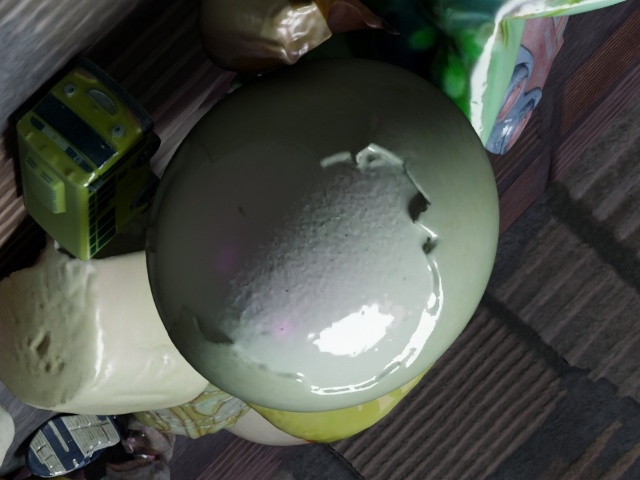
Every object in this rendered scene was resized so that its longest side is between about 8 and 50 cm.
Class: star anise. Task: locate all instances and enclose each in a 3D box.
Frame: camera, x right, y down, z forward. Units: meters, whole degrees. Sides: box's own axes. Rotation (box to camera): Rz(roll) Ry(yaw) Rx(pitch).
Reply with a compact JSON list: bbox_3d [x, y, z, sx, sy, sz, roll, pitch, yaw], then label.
[{"bbox_3d":[-0.232,0.257,2.430,0.257,0.110,0.198,161,-52,-82],"label":"star anise"}]

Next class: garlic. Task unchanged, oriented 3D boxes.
[{"bbox_3d":[-0.034,-0.202,1.624,0.128,0.115,0.206,-12,-174,22],"label":"garlic"}]

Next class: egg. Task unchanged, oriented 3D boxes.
[{"bbox_3d":[0.000,0.000,1.606,0.278,0.278,0.336,-54,-177,30],"label":"egg"}]

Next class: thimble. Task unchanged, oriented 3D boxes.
[{"bbox_3d":[-0.131,0.136,2.263,0.190,0.137,0.143,-10,147,-20],"label":"thimble"}]

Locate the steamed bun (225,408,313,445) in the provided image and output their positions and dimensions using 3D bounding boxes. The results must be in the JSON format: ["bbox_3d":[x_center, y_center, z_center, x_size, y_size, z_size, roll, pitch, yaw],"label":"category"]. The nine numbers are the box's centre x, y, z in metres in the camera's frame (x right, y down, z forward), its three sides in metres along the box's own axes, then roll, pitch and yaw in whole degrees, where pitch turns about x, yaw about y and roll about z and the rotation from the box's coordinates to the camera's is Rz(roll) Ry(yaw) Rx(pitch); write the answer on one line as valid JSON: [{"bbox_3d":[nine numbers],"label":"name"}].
[{"bbox_3d":[0.010,0.111,2.498,0.374,0.241,0.374,-41,168,-11],"label":"steamed bun"}]

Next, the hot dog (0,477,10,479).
[{"bbox_3d":[-0.374,0.358,1.890,0.387,0.174,0.267,1,89,-53],"label":"hot dog"}]

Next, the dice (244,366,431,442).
[{"bbox_3d":[-0.012,0.041,2.001,0.227,0.238,0.233,-48,-156,12],"label":"dice"}]

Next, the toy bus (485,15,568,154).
[{"bbox_3d":[0.160,-0.242,2.003,0.232,0.197,0.294,-57,167,-2],"label":"toy bus"}]

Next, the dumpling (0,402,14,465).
[{"bbox_3d":[-0.338,0.174,1.795,0.199,0.118,0.136,-91,-158,-67],"label":"dumpling"}]

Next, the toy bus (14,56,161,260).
[{"bbox_3d":[-0.188,-0.061,1.588,0.101,0.088,0.175,-43,168,-19],"label":"toy bus"}]

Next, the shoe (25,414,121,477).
[{"bbox_3d":[-0.294,0.238,2.282,0.071,0.064,0.143,-39,172,32],"label":"shoe"}]

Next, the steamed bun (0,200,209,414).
[{"bbox_3d":[-0.206,0.054,1.802,0.225,0.170,0.200,5,97,-55],"label":"steamed bun"}]

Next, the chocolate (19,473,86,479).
[{"bbox_3d":[-0.407,0.376,2.124,0.162,0.162,0.445,-52,163,25],"label":"chocolate"}]

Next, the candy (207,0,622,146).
[{"bbox_3d":[0.086,-0.172,1.766,0.398,0.263,0.172,-51,158,19],"label":"candy"}]
